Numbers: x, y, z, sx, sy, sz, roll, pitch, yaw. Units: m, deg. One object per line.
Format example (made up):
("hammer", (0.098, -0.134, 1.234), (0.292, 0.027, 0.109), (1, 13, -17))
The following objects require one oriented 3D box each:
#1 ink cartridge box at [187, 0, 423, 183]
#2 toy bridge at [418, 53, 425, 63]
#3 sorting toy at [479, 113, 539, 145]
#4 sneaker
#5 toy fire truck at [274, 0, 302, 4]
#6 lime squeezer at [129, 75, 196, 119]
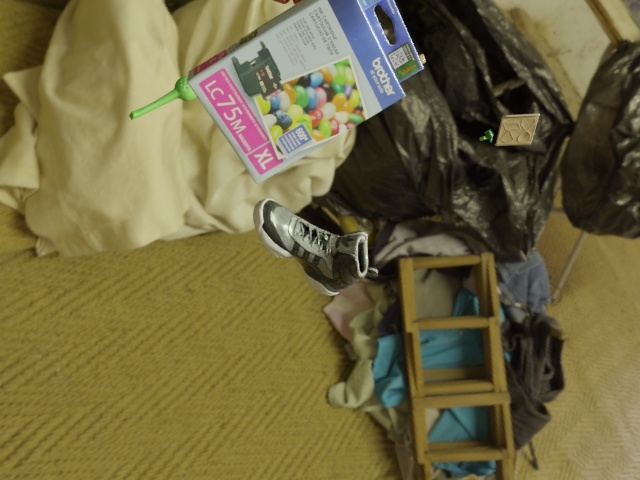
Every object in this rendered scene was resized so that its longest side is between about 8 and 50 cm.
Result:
("ink cartridge box", (-0.012, -0.238, 0.829), (0.186, 0.311, 0.065), (57, 5, -30))
("toy bridge", (0.205, -0.468, 1.597), (0.188, 0.063, 0.026), (-30, 109, -12))
("sorting toy", (0.292, -0.172, 0.891), (0.083, 0.062, 0.012), (-3, 50, -1))
("sneaker", (0.000, 0.000, 1.115), (0.268, 0.153, 0.101), (45, 46, -29))
("toy fire truck", (0.014, -0.647, 1.238), (0.169, 0.254, 0.302), (21, 52, 7))
("lime squeezer", (-0.295, -0.343, 1.360), (0.059, 0.110, 0.310), (46, 42, 16))
